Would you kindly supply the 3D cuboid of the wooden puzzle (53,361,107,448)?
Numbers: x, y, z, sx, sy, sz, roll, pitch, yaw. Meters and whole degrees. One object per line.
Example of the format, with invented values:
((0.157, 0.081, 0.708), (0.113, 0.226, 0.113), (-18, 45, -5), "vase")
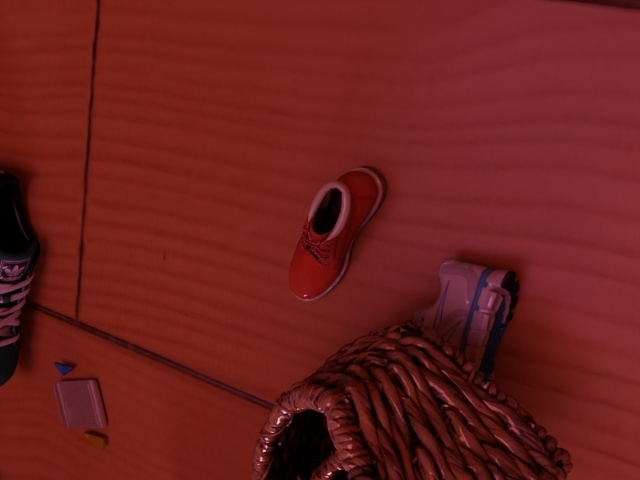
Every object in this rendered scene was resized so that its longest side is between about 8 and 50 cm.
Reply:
((-0.320, 0.219, 0.928), (0.078, 0.014, 0.116), (-1, 100, 23), "wooden puzzle")

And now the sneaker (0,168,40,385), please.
((-0.427, 0.052, 0.892), (0.121, 0.108, 0.302), (1, 100, 31), "sneaker")

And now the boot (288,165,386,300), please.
((0.000, 0.000, 0.680), (0.059, 0.084, 0.158), (34, 115, 15), "boot")

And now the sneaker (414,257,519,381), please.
((0.122, 0.104, 0.657), (0.083, 0.071, 0.191), (25, 108, 35), "sneaker")

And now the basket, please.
((0.017, 0.232, 0.586), (0.213, 0.223, 0.299), (43, 142, 12), "basket")
